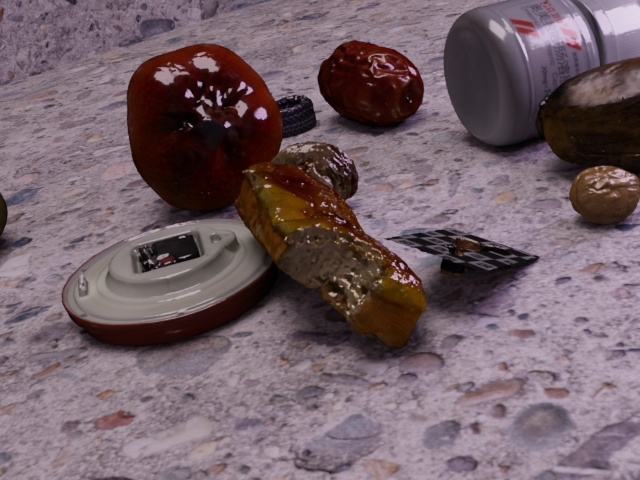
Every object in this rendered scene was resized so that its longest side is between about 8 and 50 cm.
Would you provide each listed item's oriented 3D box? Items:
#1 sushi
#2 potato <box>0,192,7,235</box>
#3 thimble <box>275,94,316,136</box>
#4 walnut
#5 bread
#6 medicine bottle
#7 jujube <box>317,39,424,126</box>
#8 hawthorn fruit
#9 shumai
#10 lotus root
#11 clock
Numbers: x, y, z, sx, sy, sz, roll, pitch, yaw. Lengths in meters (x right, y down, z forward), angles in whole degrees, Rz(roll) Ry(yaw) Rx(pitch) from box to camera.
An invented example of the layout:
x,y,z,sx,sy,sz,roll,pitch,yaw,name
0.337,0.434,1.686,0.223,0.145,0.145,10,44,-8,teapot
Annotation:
x,y,z,sx,sy,sz,roll,pitch,yaw,name
0.179,0.023,1.128,0.139,0.031,0.201,20,15,31,sushi
-0.640,-0.030,1.533,0.174,0.159,0.251,-21,32,-1,potato
-0.068,-0.267,1.895,0.104,0.066,0.095,-21,28,-19,thimble
0.390,-0.063,1.221,0.096,0.083,0.079,-6,-7,1,walnut
0.000,0.000,1.137,0.109,0.185,0.380,-54,27,7,bread
0.399,-0.316,1.566,0.306,0.245,0.245,-18,25,-15,medicine bottle
0.101,-0.323,1.830,0.174,0.174,0.250,-26,38,-28,jujube
-0.207,-0.205,1.563,0.294,0.295,0.311,-13,27,-2,hawthorn fruit
-0.005,-0.091,1.425,0.139,0.123,0.105,-7,32,-23,shumai
0.527,-0.202,1.334,0.397,0.179,0.196,-1,28,25,lotus root
-0.211,0.041,1.268,0.318,0.080,0.318,-11,24,5,clock
